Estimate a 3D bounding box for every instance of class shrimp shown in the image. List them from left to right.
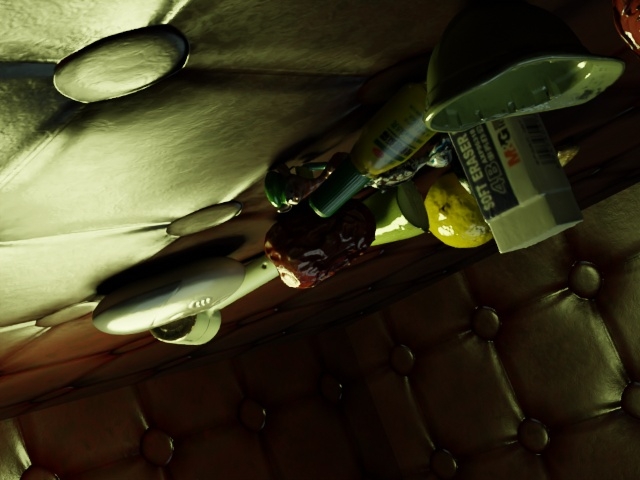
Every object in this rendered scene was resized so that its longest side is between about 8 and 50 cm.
[{"bbox_3d":[0.541,-0.184,2.254,0.115,0.051,0.217,-9,164,-28],"label":"shrimp"}]

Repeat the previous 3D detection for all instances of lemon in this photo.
[{"bbox_3d":[0.325,-0.072,2.050,0.203,0.178,0.178,-13,166,-45],"label":"lemon"}]

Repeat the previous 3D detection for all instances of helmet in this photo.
[{"bbox_3d":[0.241,-0.241,1.182,0.257,0.137,0.204,-12,168,-7],"label":"helmet"}]

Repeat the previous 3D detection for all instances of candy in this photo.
[{"bbox_3d":[0.147,-0.138,1.748,0.226,0.051,0.094,-25,158,8],"label":"candy"}]

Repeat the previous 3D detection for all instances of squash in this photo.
[{"bbox_3d":[0.127,-0.040,1.996,0.137,0.137,0.287,-13,170,-37],"label":"squash"}]

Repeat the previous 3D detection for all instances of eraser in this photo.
[{"bbox_3d":[0.286,-0.131,1.424,0.081,0.279,0.124,-11,166,-44],"label":"eraser"}]

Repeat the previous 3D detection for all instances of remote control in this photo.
[{"bbox_3d":[-0.314,0.115,1.937,0.331,0.104,0.221,-18,166,-10],"label":"remote control"}]

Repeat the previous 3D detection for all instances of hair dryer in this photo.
[{"bbox_3d":[-0.216,0.118,2.147,0.361,0.128,0.203,-30,168,5],"label":"hair dryer"}]

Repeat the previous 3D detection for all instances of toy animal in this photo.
[{"bbox_3d":[0.010,-0.117,1.526,0.208,0.100,0.103,-26,-153,11],"label":"toy animal"}]

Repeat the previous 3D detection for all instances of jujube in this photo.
[{"bbox_3d":[0.000,0.000,1.882,0.230,0.155,0.155,-29,171,-15],"label":"jujube"}]

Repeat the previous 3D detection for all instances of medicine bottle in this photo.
[{"bbox_3d":[0.082,-0.134,1.426,0.095,0.064,0.260,30,119,-34],"label":"medicine bottle"}]

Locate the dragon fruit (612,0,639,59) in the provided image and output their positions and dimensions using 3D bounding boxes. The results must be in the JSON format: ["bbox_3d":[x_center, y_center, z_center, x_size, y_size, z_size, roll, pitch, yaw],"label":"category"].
[{"bbox_3d":[0.476,-0.308,1.229,0.172,0.172,0.209,-25,179,16],"label":"dragon fruit"}]

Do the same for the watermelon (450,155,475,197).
[{"bbox_3d":[0.386,-0.163,1.925,0.193,0.137,0.145,32,144,-21],"label":"watermelon"}]
